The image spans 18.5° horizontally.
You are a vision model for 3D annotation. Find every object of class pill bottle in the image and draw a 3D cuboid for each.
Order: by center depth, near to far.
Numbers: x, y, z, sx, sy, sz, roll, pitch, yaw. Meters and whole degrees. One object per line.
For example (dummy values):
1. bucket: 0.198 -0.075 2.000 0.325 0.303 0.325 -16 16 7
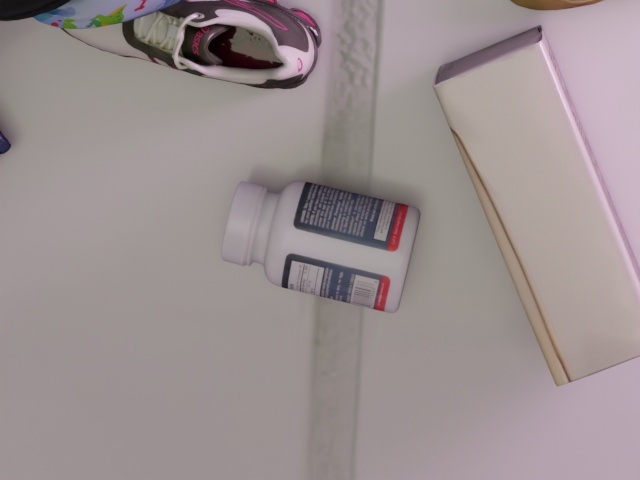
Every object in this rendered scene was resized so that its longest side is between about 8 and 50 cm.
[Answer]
1. pill bottle: 0.000 0.000 1.919 0.180 0.108 0.108 14 103 3

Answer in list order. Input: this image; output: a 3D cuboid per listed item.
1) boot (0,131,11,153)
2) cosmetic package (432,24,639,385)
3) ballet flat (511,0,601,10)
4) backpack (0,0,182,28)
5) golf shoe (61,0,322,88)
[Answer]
1. boot: -0.395 -0.142 1.961 0.086 0.069 0.190 -37 91 -12
2. cosmetic package: 0.217 -0.036 1.864 0.113 0.160 0.309 -22 98 10
3. ballet flat: 0.285 -0.268 1.851 0.232 0.073 0.080 -13 100 9
4. backpack: -0.146 -0.330 1.743 0.273 0.355 0.290 42 119 -6
5. golf shoe: -0.135 -0.211 1.884 0.273 0.120 0.105 12 104 5
